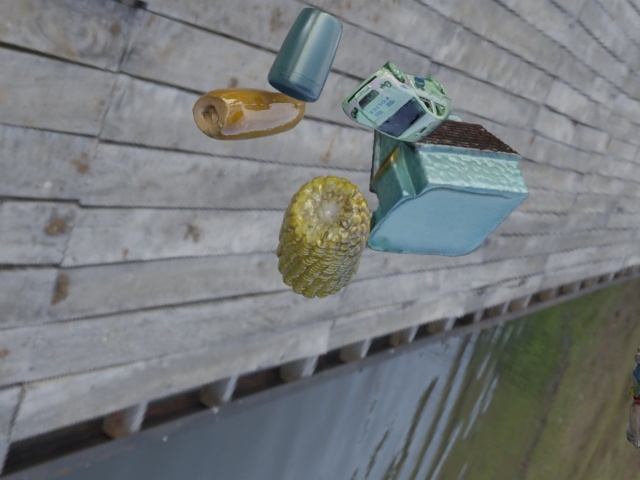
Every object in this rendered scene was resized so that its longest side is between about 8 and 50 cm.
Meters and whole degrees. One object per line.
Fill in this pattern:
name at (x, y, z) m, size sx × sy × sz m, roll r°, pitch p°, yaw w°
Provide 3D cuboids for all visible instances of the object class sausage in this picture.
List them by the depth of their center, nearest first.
sausage at (-0.138, -0.286, 1.959) m, size 0.354 × 0.134 × 0.116 m, roll -14°, pitch 81°, yaw -57°

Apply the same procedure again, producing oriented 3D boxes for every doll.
doll at (0.431, 0.211, 1.108) m, size 0.114 × 0.085 × 0.152 m, roll -24°, pitch 108°, yaw -61°

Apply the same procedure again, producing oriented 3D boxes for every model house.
model house at (0.206, -0.135, 1.670) m, size 0.280 × 0.249 × 0.230 m, roll 5°, pitch 143°, yaw -29°

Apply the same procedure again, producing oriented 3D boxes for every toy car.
toy car at (0.118, -0.187, 1.234) m, size 0.090 × 0.076 × 0.224 m, roll -39°, pitch 163°, yaw 26°

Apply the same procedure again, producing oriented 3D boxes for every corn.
corn at (0.000, 0.000, 1.336) m, size 0.144 × 0.144 × 0.387 m, roll -57°, pitch 173°, yaw -14°

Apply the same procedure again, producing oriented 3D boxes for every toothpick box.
toothpick box at (-0.028, -0.398, 1.854) m, size 0.120 × 0.120 × 0.184 m, roll 26°, pitch 85°, yaw -63°
